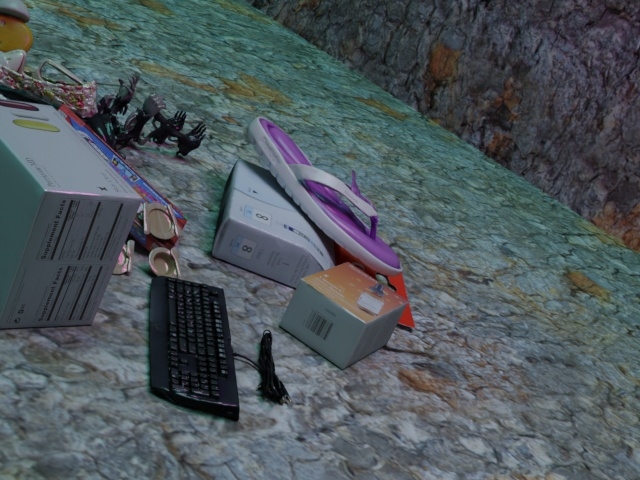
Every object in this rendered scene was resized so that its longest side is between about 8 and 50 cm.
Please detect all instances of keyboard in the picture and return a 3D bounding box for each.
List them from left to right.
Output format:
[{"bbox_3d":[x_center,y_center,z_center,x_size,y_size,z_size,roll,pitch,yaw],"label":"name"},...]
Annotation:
[{"bbox_3d":[-0.141,0.146,1.391,0.202,0.033,0.317,19,22,-18],"label":"keyboard"}]

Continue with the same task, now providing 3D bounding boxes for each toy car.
[{"bbox_3d":[-0.686,-0.420,2.023,0.182,0.159,0.136,14,-12,-26],"label":"toy car"}]

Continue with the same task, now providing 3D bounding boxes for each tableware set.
[{"bbox_3d":[-0.280,-0.006,1.527,0.169,0.020,0.141,12,57,-39],"label":"tableware set"}]

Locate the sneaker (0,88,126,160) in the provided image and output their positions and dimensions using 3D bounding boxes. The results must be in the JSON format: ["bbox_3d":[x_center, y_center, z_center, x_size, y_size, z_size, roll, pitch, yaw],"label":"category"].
[{"bbox_3d":[-0.465,-0.195,1.734,0.269,0.101,0.153,38,31,17],"label":"sneaker"}]

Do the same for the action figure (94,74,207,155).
[{"bbox_3d":[-0.366,-0.248,1.945,0.276,0.141,0.164,7,28,-48],"label":"action figure"}]

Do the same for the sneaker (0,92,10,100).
[{"bbox_3d":[-0.526,-0.159,1.586,0.283,0.110,0.122,30,24,14],"label":"sneaker"}]

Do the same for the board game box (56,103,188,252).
[{"bbox_3d":[-0.338,-0.095,1.603,0.281,0.027,0.145,43,22,-14],"label":"board game box"}]

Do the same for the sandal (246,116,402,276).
[{"bbox_3d":[0.015,-0.101,1.852,0.416,0.102,0.169,47,18,15],"label":"sandal"}]

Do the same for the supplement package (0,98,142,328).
[{"bbox_3d":[-0.390,-0.042,1.311,0.145,0.204,0.262,1,32,-47],"label":"supplement package"}]

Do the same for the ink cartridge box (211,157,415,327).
[{"bbox_3d":[0.000,0.000,1.829,0.385,0.091,0.308,20,21,-10],"label":"ink cartridge box"}]

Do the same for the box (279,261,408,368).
[{"bbox_3d":[0.040,0.116,1.586,0.130,0.091,0.170,32,22,19],"label":"box"}]

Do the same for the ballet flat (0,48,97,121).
[{"bbox_3d":[-0.483,-0.274,1.656,0.241,0.077,0.091,20,12,-15],"label":"ballet flat"}]
